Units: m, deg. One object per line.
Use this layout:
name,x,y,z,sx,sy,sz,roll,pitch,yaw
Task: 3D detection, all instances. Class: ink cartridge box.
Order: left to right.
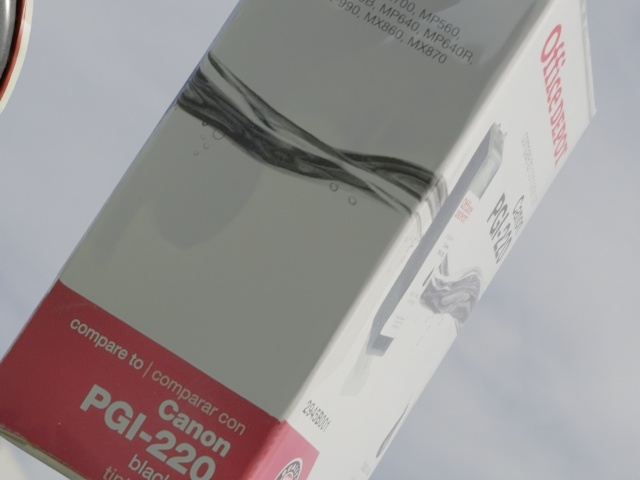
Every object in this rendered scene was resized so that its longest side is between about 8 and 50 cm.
ink cartridge box,0.000,0.000,0.642,0.092,0.218,0.158,29,-8,15

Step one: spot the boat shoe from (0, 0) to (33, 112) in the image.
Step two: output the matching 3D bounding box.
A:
boat shoe,-0.108,-0.096,0.513,0.049,0.043,0.137,5,-79,28
